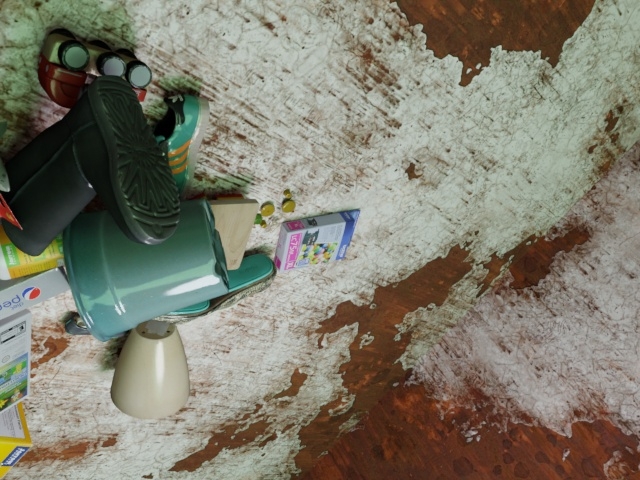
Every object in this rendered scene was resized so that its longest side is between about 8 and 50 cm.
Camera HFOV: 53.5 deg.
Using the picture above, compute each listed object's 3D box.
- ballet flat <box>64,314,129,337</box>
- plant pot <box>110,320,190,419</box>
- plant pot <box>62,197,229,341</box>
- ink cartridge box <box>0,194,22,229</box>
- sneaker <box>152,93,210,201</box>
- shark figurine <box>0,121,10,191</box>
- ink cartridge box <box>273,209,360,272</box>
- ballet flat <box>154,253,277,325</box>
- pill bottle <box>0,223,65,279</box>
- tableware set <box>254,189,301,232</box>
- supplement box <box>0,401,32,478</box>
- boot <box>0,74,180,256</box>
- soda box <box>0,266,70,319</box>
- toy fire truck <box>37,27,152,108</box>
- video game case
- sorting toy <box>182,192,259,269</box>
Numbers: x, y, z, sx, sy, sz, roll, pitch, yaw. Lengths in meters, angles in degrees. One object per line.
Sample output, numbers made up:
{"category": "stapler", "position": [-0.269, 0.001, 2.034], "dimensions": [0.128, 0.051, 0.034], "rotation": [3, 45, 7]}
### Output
{"category": "ballet flat", "position": [-0.664, 0.253, 1.917], "dimensions": [0.203, 0.074, 0.074], "rotation": [8, 124, -39]}
{"category": "plant pot", "position": [-0.534, 0.379, 2.029], "dimensions": [0.256, 0.256, 0.274], "rotation": [-8, 126, -32]}
{"category": "plant pot", "position": [-0.421, 0.051, 1.608], "dimensions": [0.334, 0.341, 0.341], "rotation": [-13, 139, -2]}
{"category": "ink cartridge box", "position": [-0.754, -0.112, 1.348], "dimensions": [0.056, 0.224, 0.181], "rotation": [-45, 148, -29]}
{"category": "sneaker", "position": [-0.381, -0.231, 1.612], "dimensions": [0.121, 0.108, 0.302], "rotation": [1, 121, -37]}
{"category": "shark figurine", "position": [-0.719, -0.256, 1.351], "dimensions": [0.116, 0.166, 0.278], "rotation": [-34, 132, -46]}
{"category": "ink cartridge box", "position": [0.000, 0.000, 2.177], "dimensions": [0.311, 0.065, 0.186], "rotation": [-13, 137, -29]}
{"category": "ballet flat", "position": [-0.361, 0.180, 2.018], "dimensions": [0.482, 0.164, 0.182], "rotation": [-17, 148, -28]}
{"category": "pill bottle", "position": [-0.738, 0.019, 1.562], "dimensions": [0.245, 0.136, 0.136], "rotation": [-16, 138, -24]}
{"category": "tableware set", "position": [-0.142, -0.096, 1.998], "dimensions": [0.154, 0.024, 0.104], "rotation": [-45, 138, 13]}
{"category": "supplement box", "position": [-1.058, 0.556, 1.826], "dimensions": [0.195, 0.194, 0.356], "rotation": [-45, 141, 11]}
{"category": "boot", "position": [-0.517, -0.078, 1.336], "dimensions": [0.445, 0.367, 0.146], "rotation": [-29, 161, 28]}
{"category": "soda box", "position": [-0.814, 0.130, 1.656], "dimensions": [0.286, 0.091, 0.098], "rotation": [-25, 140, -14]}
{"category": "toy fire truck", "position": [-0.519, -0.316, 1.399], "dimensions": [0.217, 0.158, 0.246], "rotation": [8, 114, -43]}
{"category": "video game case", "position": [-0.916, 0.373, 1.697], "dimensions": [0.329, 0.036, 0.300], "rotation": [-36, 143, -60]}
{"category": "sorting toy", "position": [-0.339, -0.029, 1.859], "dimensions": [0.255, 0.089, 0.257], "rotation": [-5, 133, -34]}
